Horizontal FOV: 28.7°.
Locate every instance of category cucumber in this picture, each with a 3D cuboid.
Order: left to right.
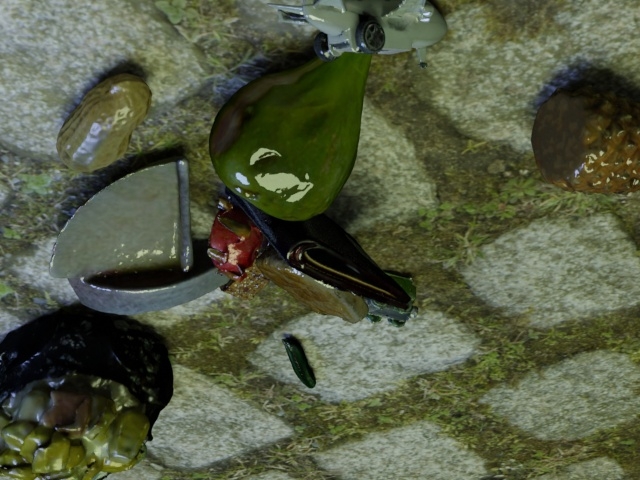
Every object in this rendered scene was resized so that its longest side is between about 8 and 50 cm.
[{"bbox_3d":[-0.037,0.232,2.327,0.033,0.036,0.184,-18,144,1],"label":"cucumber"}]

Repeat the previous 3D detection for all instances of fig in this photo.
[{"bbox_3d":[-0.013,-0.163,1.691,0.206,0.206,0.275,31,108,-39],"label":"fig"}]

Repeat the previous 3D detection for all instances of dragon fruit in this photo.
[{"bbox_3d":[-0.121,0.000,1.919,0.068,0.126,0.112,10,-176,21],"label":"dragon fruit"}]

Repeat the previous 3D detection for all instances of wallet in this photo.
[{"bbox_3d":[0.000,0.000,1.864,0.262,0.221,0.071,29,100,-41],"label":"wallet"}]

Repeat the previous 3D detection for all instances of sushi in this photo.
[{"bbox_3d":[-0.428,0.317,2.194,0.327,0.285,0.328,-26,140,27],"label":"sushi"}]

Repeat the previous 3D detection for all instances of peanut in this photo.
[{"bbox_3d":[-0.296,-0.159,1.722,0.093,0.083,0.194,34,132,-22],"label":"peanut"}]

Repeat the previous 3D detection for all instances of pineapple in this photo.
[{"bbox_3d":[0.471,-0.128,1.806,0.340,0.169,0.169,7,143,-28],"label":"pineapple"}]

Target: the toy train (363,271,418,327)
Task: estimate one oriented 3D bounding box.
[{"bbox_3d":[0.067,0.088,2.109,0.202,0.081,0.060,13,140,-11],"label":"toy train"}]

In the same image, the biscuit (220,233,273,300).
[{"bbox_3d":[-0.095,0.036,2.053,0.064,0.034,0.199,18,139,-27],"label":"biscuit"}]

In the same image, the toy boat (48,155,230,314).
[{"bbox_3d":[-0.287,0.000,1.935,0.276,0.111,0.293,-19,134,4],"label":"toy boat"}]

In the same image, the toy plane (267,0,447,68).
[{"bbox_3d":[0.066,-0.271,1.567,0.255,0.101,0.251,6,175,-41],"label":"toy plane"}]

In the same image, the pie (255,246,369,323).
[{"bbox_3d":[-0.018,0.068,1.968,0.195,0.046,0.195,27,165,8],"label":"pie"}]
